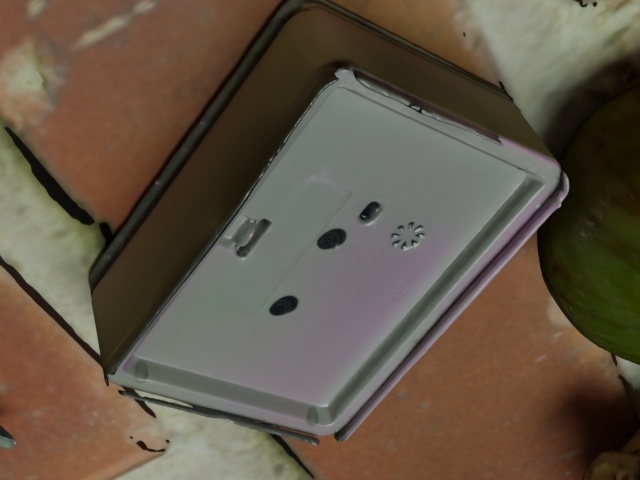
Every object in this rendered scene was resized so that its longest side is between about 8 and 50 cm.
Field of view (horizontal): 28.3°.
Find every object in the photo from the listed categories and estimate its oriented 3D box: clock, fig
[{"bbox_3d":[0.000,0.000,0.593,0.147,0.071,0.192,19,121,-34],"label":"clock"},{"bbox_3d":[0.192,0.025,0.572,0.149,0.245,0.149,-9,126,-12],"label":"fig"}]

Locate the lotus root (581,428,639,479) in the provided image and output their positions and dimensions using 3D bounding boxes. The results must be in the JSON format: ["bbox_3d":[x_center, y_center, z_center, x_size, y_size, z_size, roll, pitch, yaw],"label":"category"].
[{"bbox_3d":[0.280,0.178,0.831,0.303,0.131,0.146,16,101,-34],"label":"lotus root"}]

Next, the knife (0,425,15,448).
[{"bbox_3d":[-0.220,0.062,0.598,0.184,0.026,0.022,36,72,-39],"label":"knife"}]
